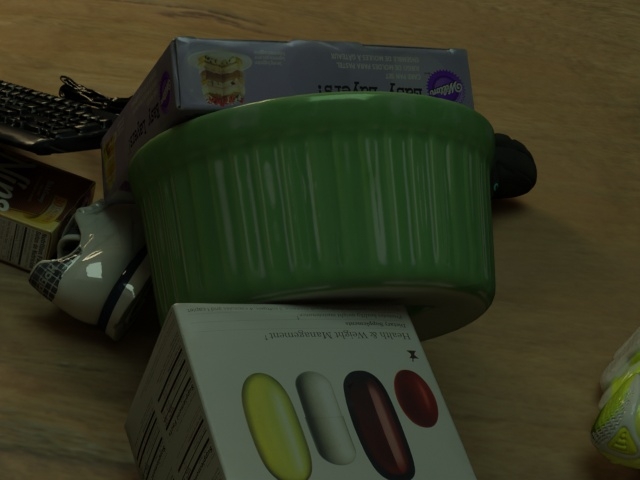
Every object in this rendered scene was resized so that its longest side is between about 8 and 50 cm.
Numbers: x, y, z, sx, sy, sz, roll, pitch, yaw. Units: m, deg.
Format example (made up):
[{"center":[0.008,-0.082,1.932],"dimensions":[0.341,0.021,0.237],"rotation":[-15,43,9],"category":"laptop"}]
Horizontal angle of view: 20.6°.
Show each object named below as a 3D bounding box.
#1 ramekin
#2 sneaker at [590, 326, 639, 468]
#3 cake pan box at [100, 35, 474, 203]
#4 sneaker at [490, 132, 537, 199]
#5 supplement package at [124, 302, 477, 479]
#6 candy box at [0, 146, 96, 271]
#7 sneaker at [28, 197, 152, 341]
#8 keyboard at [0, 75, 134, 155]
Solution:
[{"center":[0.000,0.000,1.433],"dimensions":[0.303,0.303,0.148],"rotation":[0,73,-24],"category":"ramekin"},{"center":[0.317,0.152,1.583],"dimensions":[0.126,0.091,0.240],"rotation":[38,33,1],"category":"sneaker"},{"center":[-0.031,-0.095,1.484],"dimensions":[0.267,0.246,0.070],"rotation":[0,76,-23],"category":"cake pan box"},{"center":[0.119,-0.048,1.803],"dimensions":[0.267,0.101,0.106],"rotation":[-1,64,-36],"category":"sneaker"},{"center":[-0.015,0.167,1.289],"dimensions":[0.194,0.149,0.203],"rotation":[0,46,-25],"category":"supplement package"},{"center":[-0.312,-0.043,1.610],"dimensions":[0.187,0.053,0.109],"rotation":[21,31,5],"category":"candy box"},{"center":[-0.176,-0.008,1.574],"dimensions":[0.095,0.090,0.235],"rotation":[23,31,2],"category":"sneaker"},{"center":[-0.274,-0.131,1.685],"dimensions":[0.202,0.033,0.317],"rotation":[-10,21,-41],"category":"keyboard"}]
